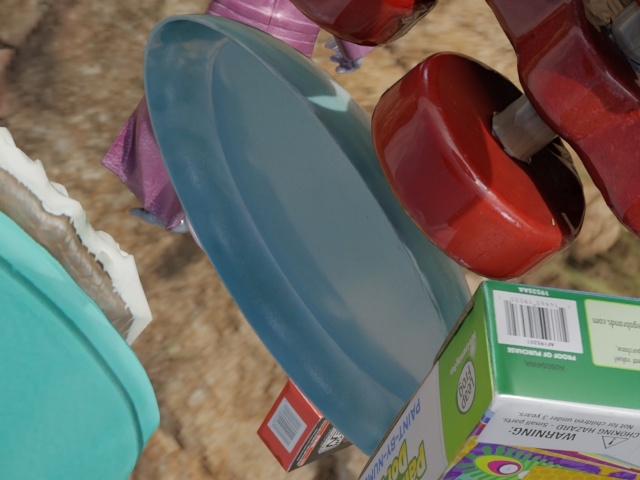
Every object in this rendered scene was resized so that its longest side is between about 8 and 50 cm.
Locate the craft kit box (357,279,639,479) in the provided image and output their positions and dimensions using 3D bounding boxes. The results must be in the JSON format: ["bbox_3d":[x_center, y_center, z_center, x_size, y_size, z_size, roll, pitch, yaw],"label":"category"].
[{"bbox_3d":[0.139,0.116,0.737,0.250,0.246,0.061,7,56,-14],"label":"craft kit box"}]

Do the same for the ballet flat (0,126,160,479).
[{"bbox_3d":[-0.201,-0.037,0.378,0.147,0.409,0.147,-21,57,37],"label":"ballet flat"}]

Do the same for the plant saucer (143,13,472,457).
[{"bbox_3d":[0.000,0.000,1.064,0.044,0.317,0.317,-33,88,-20],"label":"plant saucer"}]

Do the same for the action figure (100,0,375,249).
[{"bbox_3d":[-0.069,-0.175,1.563,0.248,0.276,0.370,15,99,-8],"label":"action figure"}]

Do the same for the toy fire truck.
[{"bbox_3d":[0.126,-0.122,0.807,0.169,0.254,0.302,-40,67,30],"label":"toy fire truck"}]

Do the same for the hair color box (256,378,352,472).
[{"bbox_3d":[0.026,0.121,1.368,0.043,0.141,0.072,50,135,22],"label":"hair color box"}]
